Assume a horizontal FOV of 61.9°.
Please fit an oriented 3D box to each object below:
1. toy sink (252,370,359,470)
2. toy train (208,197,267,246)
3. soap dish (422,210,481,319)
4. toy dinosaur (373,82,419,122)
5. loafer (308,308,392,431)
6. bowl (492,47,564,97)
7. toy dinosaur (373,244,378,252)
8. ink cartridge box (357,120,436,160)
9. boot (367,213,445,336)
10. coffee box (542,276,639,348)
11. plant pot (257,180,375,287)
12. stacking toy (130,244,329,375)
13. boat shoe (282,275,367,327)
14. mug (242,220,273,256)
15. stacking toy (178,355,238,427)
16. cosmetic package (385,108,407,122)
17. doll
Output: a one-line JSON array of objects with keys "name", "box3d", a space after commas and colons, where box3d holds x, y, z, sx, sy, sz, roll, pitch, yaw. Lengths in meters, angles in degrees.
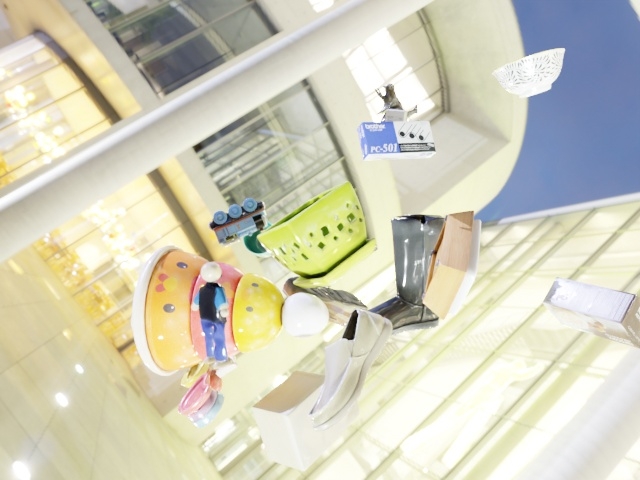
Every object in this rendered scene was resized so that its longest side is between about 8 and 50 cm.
[{"name": "toy sink", "box3d": [-0.034, 0.420, 1.322, 0.131, 0.234, 0.153, -3, -71, 42]}, {"name": "toy train", "box3d": [-0.246, -0.055, 1.628, 0.080, 0.184, 0.105, 109, -43, -80]}, {"name": "soap dish", "box3d": [0.416, 0.070, 1.695, 0.118, 0.291, 0.229, 17, -45, 7]}, {"name": "toy dinosaur", "box3d": [0.259, -0.392, 1.864, 0.160, 0.314, 0.121, 1, -23, 18]}, {"name": "loafer", "box3d": [0.044, 0.244, 1.044, 0.092, 0.268, 0.102, 38, -34, -4]}, {"name": "bowl", "box3d": [0.517, -0.400, 1.308, 0.170, 0.170, 0.080, -8, -81, 68]}, {"name": "toy dinosaur", "box3d": [0.120, 0.057, 2.089, 0.268, 0.118, 0.064, -1, -62, 57]}, {"name": "ink cartridge box", "box3d": [0.210, -0.275, 1.470, 0.046, 0.207, 0.097, 137, -55, -66]}, {"name": "boot", "box3d": [0.296, 0.128, 2.022, 0.146, 0.367, 0.445, -135, -139, -62]}, {"name": "coffee box", "box3d": [0.789, 0.202, 1.522, 0.141, 0.098, 0.246, 40, -12, -28]}, {"name": "plant pot", "box3d": [0.000, 0.000, 1.443, 0.207, 0.228, 0.227, 59, -27, -8]}, {"name": "stacking toy", "box3d": [-0.214, 0.183, 1.419, 0.350, 0.479, 0.351, -1, 90, -81]}, {"name": "boat shoe", "box3d": [0.011, 0.210, 1.673, 0.324, 0.120, 0.122, 24, 14, -37]}, {"name": "mug", "box3d": [-0.204, 0.009, 1.947, 0.097, 0.129, 0.158, 44, 29, -73]}, {"name": "stacking toy", "box3d": [-0.343, 0.481, 1.828, 0.130, 0.279, 0.309, 46, 6, -18]}, {"name": "cosmetic package", "box3d": [0.228, -0.339, 1.624, 0.060, 0.041, 0.115, 12, -68, 20]}, {"name": "doll", "box3d": [-0.200, 0.133, 0.981, 0.129, 0.046, 0.189, 7, -77, 50]}]
